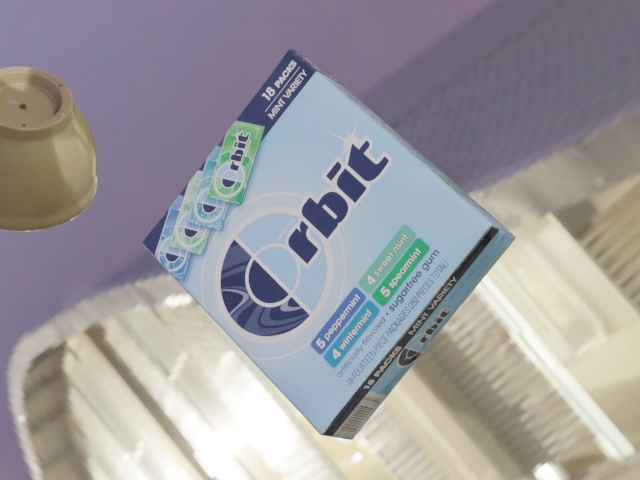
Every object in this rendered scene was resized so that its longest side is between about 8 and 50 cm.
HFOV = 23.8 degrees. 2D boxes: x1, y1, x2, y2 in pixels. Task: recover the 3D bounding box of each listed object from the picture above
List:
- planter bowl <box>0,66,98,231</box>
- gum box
[{"bbox_3d":[-0.299,-0.103,1.520,0.162,0.162,0.109,-34,-28,-37],"label":"planter bowl"},{"bbox_3d":[0.000,0.000,0.913,0.157,0.184,0.041,-52,-30,10],"label":"gum box"}]
